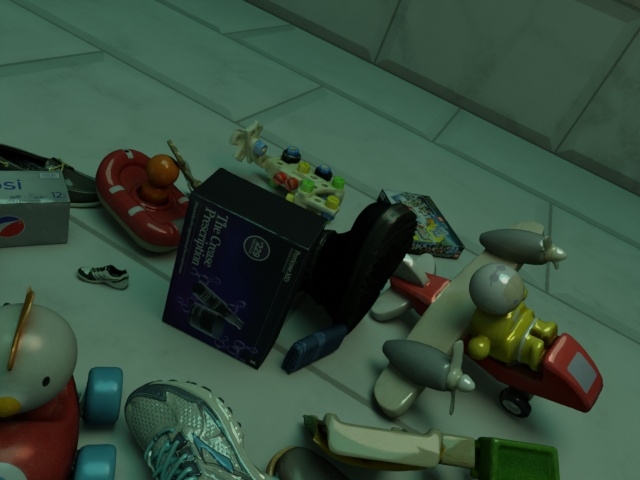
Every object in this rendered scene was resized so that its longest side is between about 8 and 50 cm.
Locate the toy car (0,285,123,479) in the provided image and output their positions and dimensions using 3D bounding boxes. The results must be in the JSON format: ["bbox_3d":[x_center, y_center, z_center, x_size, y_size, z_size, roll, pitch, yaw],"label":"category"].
[{"bbox_3d":[-0.322,0.160,0.520,0.219,0.238,0.210,7,37,-22],"label":"toy car"}]

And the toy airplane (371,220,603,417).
[{"bbox_3d":[0.275,0.117,0.901,0.384,0.272,0.386,-3,54,0],"label":"toy airplane"}]

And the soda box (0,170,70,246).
[{"bbox_3d":[-0.563,-0.048,0.789,0.286,0.098,0.091,-6,46,-35],"label":"soda box"}]

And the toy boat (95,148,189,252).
[{"bbox_3d":[-0.313,-0.098,0.939,0.231,0.151,0.151,43,32,15],"label":"toy boat"}]

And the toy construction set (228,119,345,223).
[{"bbox_3d":[-0.074,-0.146,1.190,0.328,0.151,0.215,44,38,10],"label":"toy construction set"}]

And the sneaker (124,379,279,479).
[{"bbox_3d":[-0.137,0.269,0.565,0.283,0.110,0.122,36,11,20],"label":"sneaker"}]

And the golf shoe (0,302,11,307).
[{"bbox_3d":[-0.489,0.119,0.636,0.186,0.067,0.086,3,34,-43],"label":"golf shoe"}]

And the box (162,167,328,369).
[{"bbox_3d":[-0.124,0.049,0.771,0.184,0.261,0.103,24,34,2],"label":"box"}]

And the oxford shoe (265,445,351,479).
[{"bbox_3d":[0.082,0.365,0.573,0.364,0.132,0.130,39,37,22],"label":"oxford shoe"}]

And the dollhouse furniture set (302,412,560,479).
[{"bbox_3d":[0.122,0.325,0.647,0.301,0.197,0.151,10,69,-4],"label":"dollhouse furniture set"}]

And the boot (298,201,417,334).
[{"bbox_3d":[-0.003,0.003,0.858,0.260,0.348,0.131,40,54,15],"label":"boot"}]

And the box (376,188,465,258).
[{"bbox_3d":[0.264,-0.048,1.334,0.159,0.044,0.233,7,37,-23],"label":"box"}]

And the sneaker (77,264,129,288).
[{"bbox_3d":[-0.360,0.053,0.827,0.083,0.037,0.032,14,37,-12],"label":"sneaker"}]

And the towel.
[{"bbox_3d":[-0.009,0.177,0.838,0.119,0.067,0.029,-15,51,-43],"label":"towel"}]

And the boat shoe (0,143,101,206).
[{"bbox_3d":[-0.524,-0.125,0.945,0.228,0.068,0.081,14,34,-14],"label":"boat shoe"}]

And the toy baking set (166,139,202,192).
[{"bbox_3d":[-0.237,-0.097,0.988,0.030,0.256,0.196,-29,80,-12],"label":"toy baking set"}]
